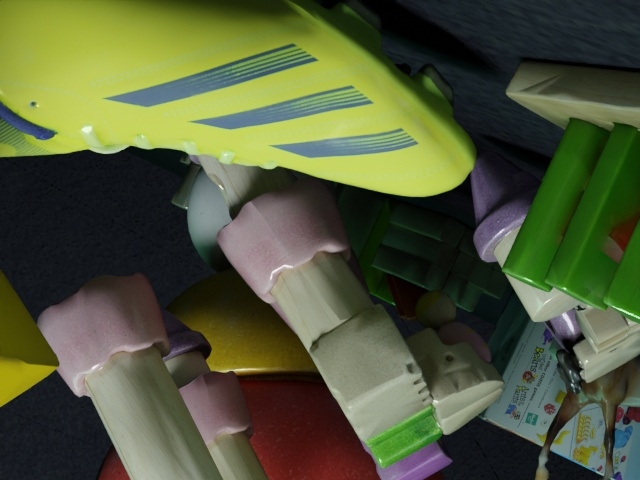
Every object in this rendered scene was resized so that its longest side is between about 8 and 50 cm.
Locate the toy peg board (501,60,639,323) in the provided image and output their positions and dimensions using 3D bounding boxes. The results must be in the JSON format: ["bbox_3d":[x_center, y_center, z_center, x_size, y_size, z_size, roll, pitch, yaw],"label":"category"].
[{"bbox_3d":[0.156,0.009,0.615,0.160,0.079,0.161,27,178,-26],"label":"toy peg board"}]

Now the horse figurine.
[{"bbox_3d":[0.306,0.155,1.599,0.263,0.174,0.066,12,175,-24],"label":"horse figurine"}]

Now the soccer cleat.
[{"bbox_3d":[-0.074,-0.073,0.663,0.289,0.121,0.093,26,178,-18],"label":"soccer cleat"}]

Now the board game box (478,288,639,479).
[{"bbox_3d":[0.304,0.169,1.735,0.275,0.144,0.142,26,178,-5],"label":"board game box"}]

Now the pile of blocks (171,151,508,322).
[{"bbox_3d":[0.010,0.003,1.529,0.362,0.112,0.149,24,177,33],"label":"pile of blocks"}]

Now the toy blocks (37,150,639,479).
[{"bbox_3d":[0.000,0.000,0.990,0.260,0.309,0.288,61,179,20],"label":"toy blocks"}]

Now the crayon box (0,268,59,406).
[{"bbox_3d":[-0.264,-0.082,0.624,0.363,0.106,0.313,57,-179,7],"label":"crayon box"}]

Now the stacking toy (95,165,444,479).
[{"bbox_3d":[-0.039,0.143,1.259,0.350,0.480,0.350,-1,158,-1],"label":"stacking toy"}]
